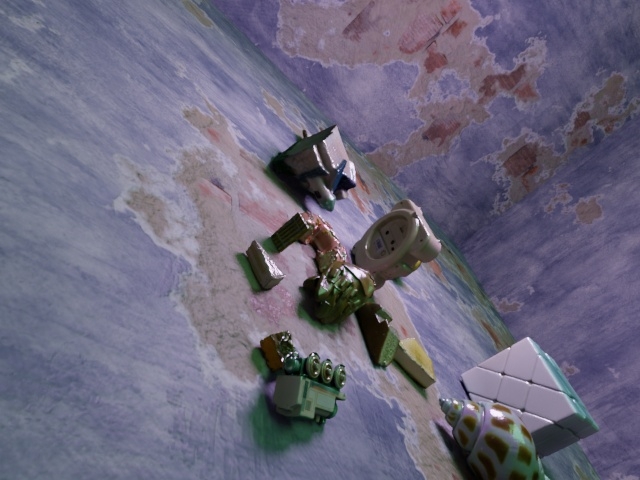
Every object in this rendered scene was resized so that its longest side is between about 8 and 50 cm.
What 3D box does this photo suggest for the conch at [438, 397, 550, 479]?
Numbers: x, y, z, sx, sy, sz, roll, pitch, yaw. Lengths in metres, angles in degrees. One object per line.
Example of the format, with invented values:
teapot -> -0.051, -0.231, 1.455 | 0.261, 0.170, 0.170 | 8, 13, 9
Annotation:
conch -> 0.513, 0.605, 1.337 | 0.368, 0.197, 0.249 | 61, -10, 22

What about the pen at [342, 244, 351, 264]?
pen -> 0.087, 0.079, 1.591 | 0.053, 0.032, 0.197 | 41, 20, -24

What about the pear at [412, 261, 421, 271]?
pear -> 0.348, 0.056, 1.972 | 0.197, 0.197, 0.197 | 42, 21, -21

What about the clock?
clock -> 0.264, 0.020, 1.662 | 0.114, 0.309, 0.284 | 35, 25, -34

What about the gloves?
gloves -> 0.069, 0.132, 1.296 | 0.154, 0.141, 0.331 | 56, 20, 11

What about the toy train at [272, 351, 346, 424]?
toy train -> -0.015, 0.295, 0.896 | 0.194, 0.080, 0.126 | 41, 52, -47

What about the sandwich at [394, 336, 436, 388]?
sandwich -> 0.292, 0.369, 1.484 | 0.193, 0.058, 0.162 | 45, 19, -11

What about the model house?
model house -> 0.002, -0.261, 1.747 | 0.285, 0.243, 0.298 | 60, 30, -17

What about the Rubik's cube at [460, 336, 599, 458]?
Rubik's cube -> 0.789, 0.616, 1.723 | 0.315, 0.318, 0.322 | 34, 26, -39

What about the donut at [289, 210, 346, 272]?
donut -> 0.000, 0.000, 1.468 | 0.233, 0.085, 0.199 | 50, 19, -5

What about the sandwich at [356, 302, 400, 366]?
sandwich -> 0.181, 0.265, 1.378 | 0.090, 0.088, 0.245 | 38, 22, -39

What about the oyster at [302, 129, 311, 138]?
oyster -> -0.013, -0.448, 2.239 | 0.214, 0.083, 0.223 | 38, 18, -40

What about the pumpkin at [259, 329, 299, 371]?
pumpkin -> -0.079, 0.228, 0.940 | 0.074, 0.053, 0.083 | 62, 18, 15

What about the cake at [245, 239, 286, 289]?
cake -> -0.140, 0.059, 1.112 | 0.065, 0.052, 0.121 | 5, 48, -56

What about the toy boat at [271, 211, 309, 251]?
toy boat -> -0.087, -0.023, 1.273 | 0.063, 0.115, 0.016 | 58, 20, 22
